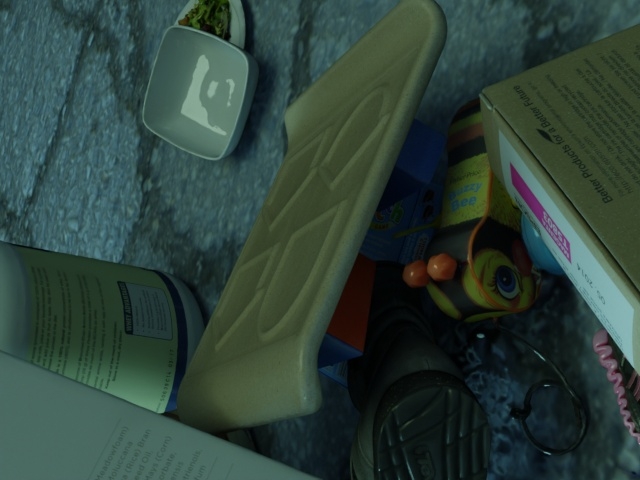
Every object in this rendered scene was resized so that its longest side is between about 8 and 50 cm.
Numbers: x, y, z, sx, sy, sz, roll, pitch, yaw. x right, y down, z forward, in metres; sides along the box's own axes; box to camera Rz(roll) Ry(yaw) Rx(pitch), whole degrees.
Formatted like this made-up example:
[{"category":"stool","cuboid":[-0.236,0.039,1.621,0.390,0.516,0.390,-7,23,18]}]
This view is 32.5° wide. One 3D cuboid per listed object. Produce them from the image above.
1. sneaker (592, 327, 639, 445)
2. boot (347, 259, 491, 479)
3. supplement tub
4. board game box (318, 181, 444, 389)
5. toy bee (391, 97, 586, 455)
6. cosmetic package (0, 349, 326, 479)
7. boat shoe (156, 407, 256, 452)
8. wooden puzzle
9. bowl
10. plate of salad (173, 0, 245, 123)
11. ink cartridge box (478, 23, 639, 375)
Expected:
[{"category":"sneaker","cuboid":[0.245,0.106,0.804,0.057,0.047,0.119,-35,54,26]},{"category":"boot","cuboid":[0.070,0.205,0.942,0.222,0.118,0.338,-108,23,-64]},{"category":"supplement tub","cuboid":[-0.323,0.128,1.273,0.235,0.325,0.235,-18,66,47]},{"category":"board game box","cuboid":[0.032,0.028,1.091,0.160,0.039,0.211,23,99,52]},{"category":"toy bee","cuboid":[0.141,-0.002,0.867,0.195,0.162,0.298,-42,50,34]},{"category":"cosmetic package","cuboid":[-0.219,0.233,0.943,0.230,0.453,0.161,98,-166,-60]},{"category":"boat shoe","cuboid":[-0.106,0.298,1.122,0.123,0.116,0.324,-59,42,22]},{"category":"wooden puzzle","cuboid":[0.000,0.000,0.953,0.322,0.080,0.347,-31,37,64]},{"category":"bowl","cuboid":[-0.136,-0.178,1.318,0.142,0.053,0.142,28,109,28]},{"category":"plate of salad","cuboid":[-0.161,-0.234,1.400,0.200,0.048,0.199,-18,66,47]},{"category":"ink cartridge box","cuboid":[0.243,-0.039,0.725,0.193,0.088,0.234,-23,50,-5]}]
